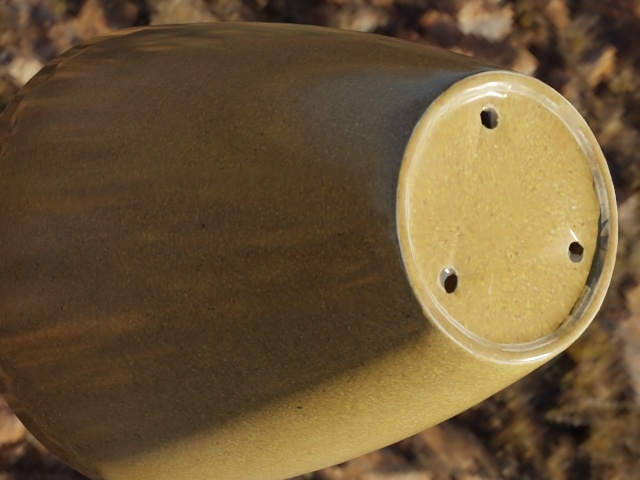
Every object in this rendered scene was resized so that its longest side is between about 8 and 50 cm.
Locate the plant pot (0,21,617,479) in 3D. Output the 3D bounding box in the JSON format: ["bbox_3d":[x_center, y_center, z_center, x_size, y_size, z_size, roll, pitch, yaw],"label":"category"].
[{"bbox_3d":[0.000,0.000,0.824,0.237,0.254,0.237,4,83,-34],"label":"plant pot"}]
